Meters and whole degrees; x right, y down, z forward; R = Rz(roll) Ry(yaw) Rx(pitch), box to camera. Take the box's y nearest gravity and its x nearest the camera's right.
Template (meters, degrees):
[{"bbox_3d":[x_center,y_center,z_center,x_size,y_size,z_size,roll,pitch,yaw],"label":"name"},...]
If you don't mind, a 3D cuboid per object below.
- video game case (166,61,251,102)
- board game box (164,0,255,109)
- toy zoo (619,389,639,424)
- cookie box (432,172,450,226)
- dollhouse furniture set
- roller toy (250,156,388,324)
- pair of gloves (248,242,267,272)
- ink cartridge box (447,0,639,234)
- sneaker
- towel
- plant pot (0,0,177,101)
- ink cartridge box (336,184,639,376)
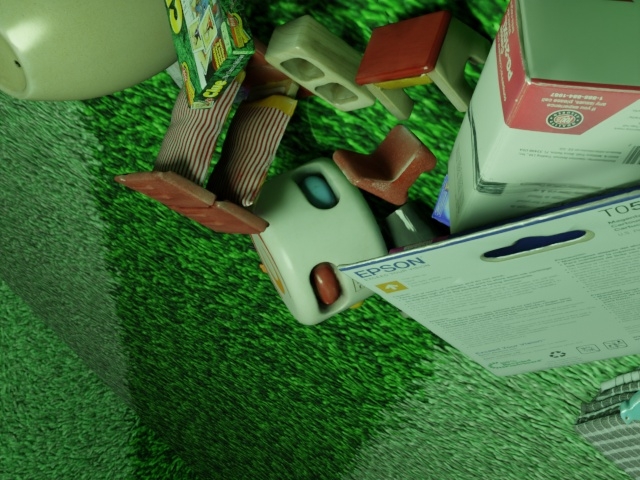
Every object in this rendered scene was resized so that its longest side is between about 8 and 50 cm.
[{"bbox_3d":[-0.161,-0.239,1.136,0.143,0.019,0.157,-1,134,50],"label":"video game case"},{"bbox_3d":[-0.126,-0.273,0.863,0.136,0.030,0.260,-35,67,63],"label":"board game box"},{"bbox_3d":[0.453,0.205,0.894,0.293,0.030,0.192,11,111,13],"label":"toy zoo"},{"bbox_3d":[0.190,-0.037,1.011,0.107,0.040,0.092,31,152,13],"label":"cookie box"},{"bbox_3d":[-0.034,-0.127,0.918,0.152,0.201,0.374,29,162,-35],"label":"dollhouse furniture set"},{"bbox_3d":[0.000,0.000,1.134,0.209,0.146,0.191,64,171,-1],"label":"roller toy"},{"bbox_3d":[-0.083,0.037,1.483,0.074,0.010,0.083,15,145,37],"label":"pair of gloves"},{"bbox_3d":[0.217,-0.090,0.755,0.172,0.100,0.237,3,151,-5],"label":"ink cartridge box"},{"bbox_3d":[0.124,0.023,1.165,0.118,0.083,0.222,53,162,9],"label":"sneaker"},{"bbox_3d":[0.460,0.246,1.046,0.235,0.121,0.284,38,153,0],"label":"towel"},{"bbox_3d":[-0.326,-0.277,1.059,0.284,0.191,0.284,31,149,21],"label":"plant pot"},{"bbox_3d":[0.237,0.024,0.788,0.324,0.071,0.330,-15,147,31],"label":"ink cartridge box"}]
